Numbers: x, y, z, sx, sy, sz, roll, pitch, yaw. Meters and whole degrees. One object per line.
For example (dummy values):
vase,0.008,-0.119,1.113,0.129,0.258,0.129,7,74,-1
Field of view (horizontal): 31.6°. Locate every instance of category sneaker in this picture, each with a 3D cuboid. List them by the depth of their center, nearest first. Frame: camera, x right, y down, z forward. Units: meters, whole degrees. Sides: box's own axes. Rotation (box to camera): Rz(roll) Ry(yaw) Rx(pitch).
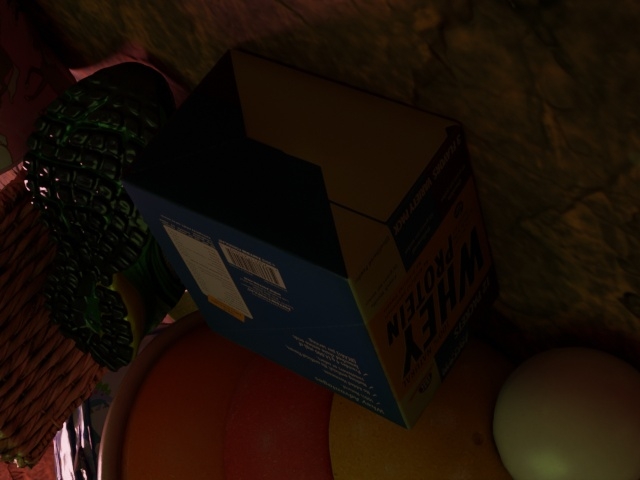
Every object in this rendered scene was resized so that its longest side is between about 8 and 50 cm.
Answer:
sneaker,-0.177,-0.035,1.034,0.134,0.146,0.343,31,142,12

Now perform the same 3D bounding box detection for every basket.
basket,-0.335,0.049,1.202,0.213,0.299,0.223,10,149,50

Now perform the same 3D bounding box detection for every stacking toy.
stacking toy,0.065,0.180,0.951,0.350,0.350,0.480,45,141,-20

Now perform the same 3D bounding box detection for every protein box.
protein box,0.000,0.000,0.819,0.200,0.136,0.201,23,154,30

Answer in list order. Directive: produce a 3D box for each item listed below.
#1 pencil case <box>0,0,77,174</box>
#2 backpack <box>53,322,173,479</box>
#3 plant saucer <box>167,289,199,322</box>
pencil case,-0.363,-0.211,0.914,0.167,0.160,0.386,15,150,43
backpack,-0.207,0.281,1.461,0.273,0.290,0.355,104,150,-48
plant saucer,-0.091,0.099,1.274,0.188,0.045,0.188,48,155,-25
